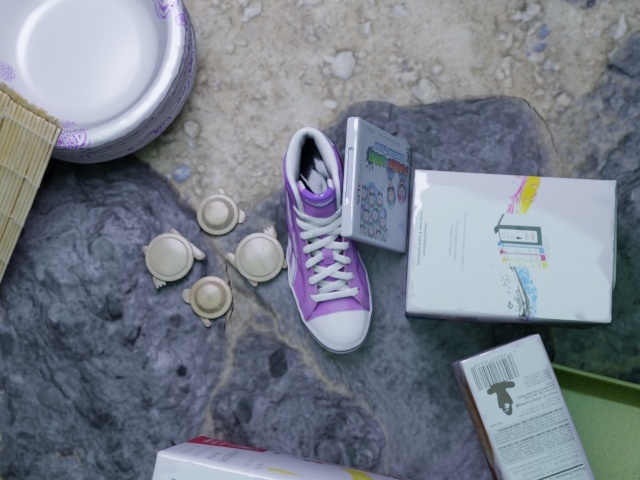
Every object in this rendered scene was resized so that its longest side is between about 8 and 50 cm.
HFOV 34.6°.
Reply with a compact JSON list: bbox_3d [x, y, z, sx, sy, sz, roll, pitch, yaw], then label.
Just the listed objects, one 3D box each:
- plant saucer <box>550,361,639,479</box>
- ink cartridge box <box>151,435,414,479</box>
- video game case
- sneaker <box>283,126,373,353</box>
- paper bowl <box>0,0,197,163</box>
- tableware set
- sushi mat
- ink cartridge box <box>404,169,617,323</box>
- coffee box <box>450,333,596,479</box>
[{"bbox_3d":[0.330,0.258,1.256,0.188,0.045,0.188,14,84,6],"label":"plant saucer"},{"bbox_3d":[0.013,0.339,1.152,0.385,0.279,0.160,11,83,5],"label":"ink cartridge box"},{"bbox_3d":[0.071,-0.064,1.264,0.019,0.157,0.143,-1,82,29],"label":"video game case"},{"bbox_3d":[-0.001,0.000,1.256,0.102,0.161,0.282,-12,83,1],"label":"sneaker"},{"bbox_3d":[-0.299,-0.240,1.313,0.284,0.148,0.284,-1,83,5],"label":"paper bowl"},{"bbox_3d":[-0.137,0.021,1.333,0.169,0.020,0.141,-39,84,-3],"label":"tableware set"},{"bbox_3d":[-0.426,-0.060,1.276,0.151,0.019,0.316,36,123,6],"label":"sushi mat"},{"bbox_3d":[0.221,0.015,1.231,0.233,0.171,0.168,4,83,4],"label":"ink cartridge box"},{"bbox_3d":[0.240,0.239,1.171,0.098,0.141,0.246,-20,83,1],"label":"coffee box"}]
